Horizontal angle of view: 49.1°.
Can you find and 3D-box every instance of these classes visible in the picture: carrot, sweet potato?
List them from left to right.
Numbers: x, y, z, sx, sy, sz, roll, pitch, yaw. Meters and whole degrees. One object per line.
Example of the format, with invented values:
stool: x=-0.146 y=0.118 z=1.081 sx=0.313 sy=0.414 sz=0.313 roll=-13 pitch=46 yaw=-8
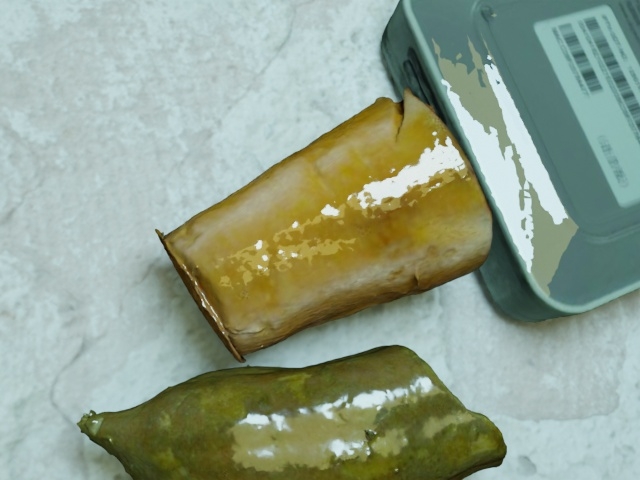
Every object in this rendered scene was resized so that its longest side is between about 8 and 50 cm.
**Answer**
sweet potato: x=-0.019 y=0.178 z=0.620 sx=0.369 sy=0.158 sz=0.158 roll=-7 pitch=78 yaw=-10
carrot: x=0.000 y=0.000 z=0.644 sx=0.254 sy=0.196 sz=0.196 roll=-28 pitch=84 yaw=-15

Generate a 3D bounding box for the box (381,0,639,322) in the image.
box: x=0.310 y=-0.147 z=0.789 sx=0.396 sy=0.111 sz=0.396 roll=-20 pitch=81 yaw=-18
